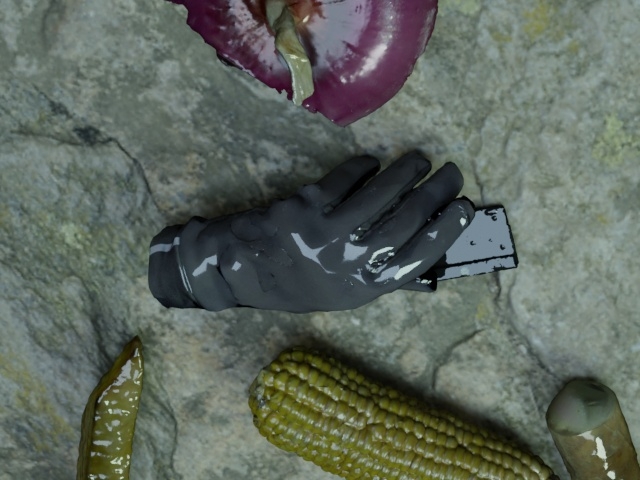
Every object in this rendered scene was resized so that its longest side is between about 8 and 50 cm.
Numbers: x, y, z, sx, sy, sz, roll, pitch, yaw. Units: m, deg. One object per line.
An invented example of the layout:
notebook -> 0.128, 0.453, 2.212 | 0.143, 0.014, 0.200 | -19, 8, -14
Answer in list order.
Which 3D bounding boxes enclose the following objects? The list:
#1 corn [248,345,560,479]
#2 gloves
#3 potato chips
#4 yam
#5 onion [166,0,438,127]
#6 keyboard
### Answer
corn -> 0.074, 0.179, 1.619 | 0.291, 0.101, 0.101 | 21, 116, -3
gloves -> -0.005, 0.008, 1.550 | 0.285, 0.119, 0.142 | -19, 129, 14
potato chips -> -0.191, 0.270, 1.728 | 0.080, 0.057, 0.407 | -2, 113, -3
yam -> 0.273, 0.290, 1.638 | 0.081, 0.081, 0.357 | -13, 111, 16
onion -> -0.006, -0.205, 1.426 | 0.207, 0.200, 0.200 | 37, 120, 29
keyboard -> 0.071, 0.013, 1.588 | 0.195, 0.018, 0.060 | -10, 104, 14
